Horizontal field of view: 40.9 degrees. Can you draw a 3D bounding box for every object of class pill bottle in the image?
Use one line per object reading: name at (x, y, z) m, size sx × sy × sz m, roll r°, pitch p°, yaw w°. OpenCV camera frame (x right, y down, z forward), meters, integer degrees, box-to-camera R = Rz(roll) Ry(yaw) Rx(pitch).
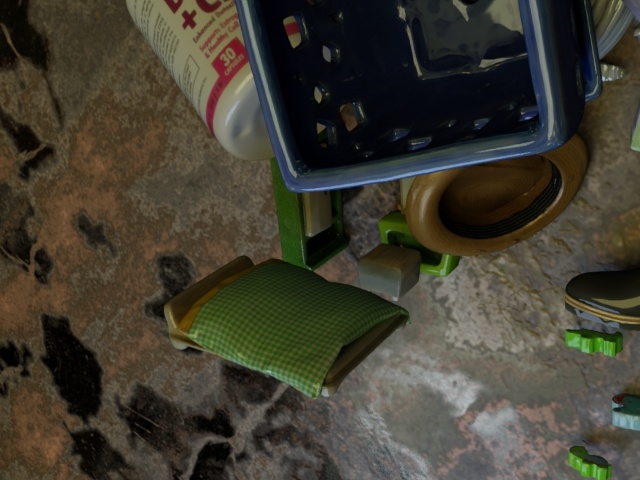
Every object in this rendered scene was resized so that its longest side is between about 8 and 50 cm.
pill bottle at (-0.101, -0.233, 0.887) m, size 0.283 × 0.160 × 0.160 m, roll 54°, pitch 129°, yaw 24°

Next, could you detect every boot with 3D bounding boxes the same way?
boot at (0.327, 0.010, 0.794) m, size 0.198 × 0.077 × 0.137 m, roll -1°, pitch 121°, yaw 19°

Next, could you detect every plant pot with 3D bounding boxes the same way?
plant pot at (0.090, -0.184, 0.672) m, size 0.236 × 0.212 × 0.236 m, roll -6°, pitch 103°, yaw 33°

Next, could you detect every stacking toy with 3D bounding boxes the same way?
stacking toy at (0.361, 0.180, 0.875) m, size 0.221 × 0.052 × 0.167 m, roll 8°, pitch 112°, yaw 32°

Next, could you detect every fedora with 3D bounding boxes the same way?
fedora at (0.163, -0.066, 0.842) m, size 0.194 × 0.194 × 0.079 m, roll -56°, pitch 40°, yaw 35°

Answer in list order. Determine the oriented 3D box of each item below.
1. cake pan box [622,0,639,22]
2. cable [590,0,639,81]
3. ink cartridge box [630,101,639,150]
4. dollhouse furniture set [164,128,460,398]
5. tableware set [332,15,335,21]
cake pan box at (0.222, -0.298, 0.580) m, size 0.070 × 0.267 × 0.246 m, roll -3°, pitch 86°, yaw 32°
cable at (0.165, -0.257, 0.785) m, size 0.257 × 0.089 × 0.257 m, roll -1°, pitch 109°, yaw 32°
ink cartridge box at (0.399, -0.133, 0.713) m, size 0.235 × 0.056 × 0.171 m, roll 15°, pitch 118°, yaw 14°
dollhouse furniture set at (0.000, 0.000, 0.863) m, size 0.197 × 0.301 × 0.151 m, roll 12°, pitch 118°, yaw 31°
tableware set at (0.047, -0.185, 0.873) m, size 0.194 × 0.039 × 0.128 m, roll 57°, pitch 171°, yaw 2°
